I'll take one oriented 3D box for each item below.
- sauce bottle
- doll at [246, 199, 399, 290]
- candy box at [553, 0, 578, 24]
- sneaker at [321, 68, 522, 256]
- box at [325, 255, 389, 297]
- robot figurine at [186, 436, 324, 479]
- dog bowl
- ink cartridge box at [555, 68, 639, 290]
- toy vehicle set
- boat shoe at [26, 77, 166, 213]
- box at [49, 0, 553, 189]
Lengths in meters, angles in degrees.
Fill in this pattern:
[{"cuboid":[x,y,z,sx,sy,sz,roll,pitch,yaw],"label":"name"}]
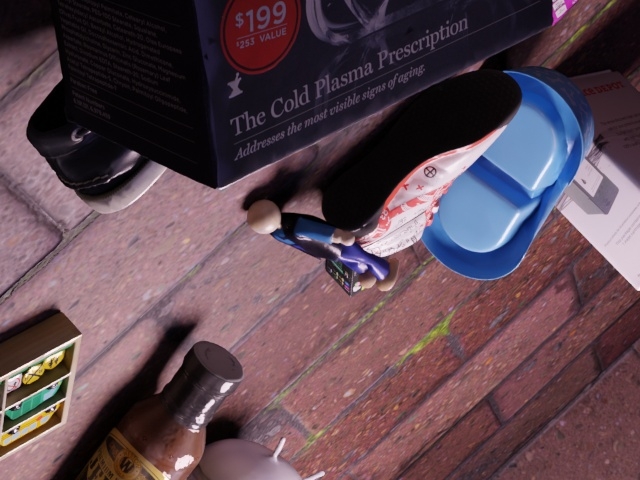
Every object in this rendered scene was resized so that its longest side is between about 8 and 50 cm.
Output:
[{"cuboid":[-0.211,0.262,1.995,0.344,0.111,0.111,-55,155,21],"label":"sauce bottle"},{"cuboid":[0.000,0.000,1.866,0.189,0.129,0.046,27,79,-30],"label":"doll"},{"cuboid":[0.260,-0.341,1.774,0.159,0.071,0.233,-44,157,2],"label":"candy box"},{"cuboid":[0.124,-0.086,1.974,0.270,0.090,0.145,-40,159,-2],"label":"sneaker"},{"cuboid":[0.046,0.018,2.068,0.062,0.052,0.083,-35,155,-20],"label":"box"},{"cuboid":[-0.150,0.401,2.218,0.353,0.200,0.300,-43,154,-2],"label":"robot figurine"},{"cuboid":[0.226,-0.087,2.061,0.074,0.166,0.297,-36,159,-50],"label":"dog bowl"},{"cuboid":[0.397,-0.084,2.197,0.198,0.273,0.114,-15,147,-49],"label":"ink cartridge box"},{"cuboid":[-0.364,0.187,1.693,0.267,0.035,0.166,-29,153,-32],"label":"toy vehicle set"},{"cuboid":[-0.115,-0.186,1.360,0.340,0.127,0.113,-50,129,2],"label":"boat shoe"},{"cuboid":[-0.015,-0.255,1.172,0.343,0.179,0.312,-29,127,-33],"label":"box"}]
